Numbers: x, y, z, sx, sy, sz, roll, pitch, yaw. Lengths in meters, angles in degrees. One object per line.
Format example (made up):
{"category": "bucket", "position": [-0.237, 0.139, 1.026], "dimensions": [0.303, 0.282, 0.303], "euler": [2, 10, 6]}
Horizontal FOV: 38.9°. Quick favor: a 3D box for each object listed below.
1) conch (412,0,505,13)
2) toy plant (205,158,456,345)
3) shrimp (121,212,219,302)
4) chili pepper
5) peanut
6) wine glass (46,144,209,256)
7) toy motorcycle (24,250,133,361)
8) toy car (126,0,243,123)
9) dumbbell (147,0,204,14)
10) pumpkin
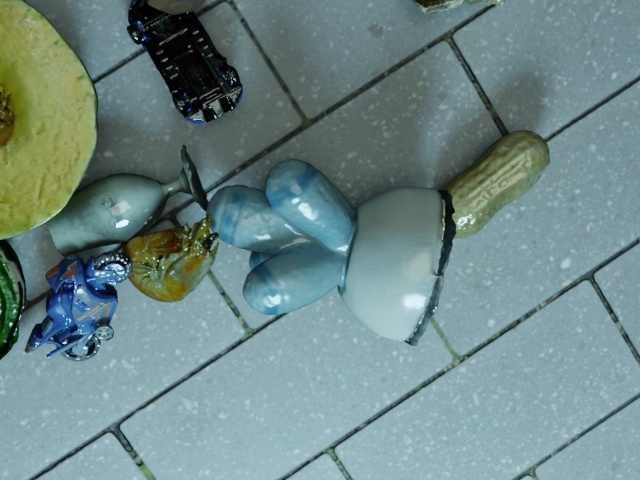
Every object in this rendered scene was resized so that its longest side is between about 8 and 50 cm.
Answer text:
{"category": "conch", "position": [0.182, -0.403, 1.301], "dimensions": [0.155, 0.130, 0.207], "euler": [-43, 86, -14]}
{"category": "toy plant", "position": [0.000, 0.000, 1.285], "dimensions": [0.332, 0.247, 0.247], "euler": [14, 95, -5]}
{"category": "shrimp", "position": [-0.213, 0.024, 1.280], "dimensions": [0.115, 0.217, 0.051], "euler": [32, 48, -17]}
{"category": "chili pepper", "position": [-0.496, 0.035, 1.295], "dimensions": [0.122, 0.065, 0.278], "euler": [-31, 104, -7]}
{"category": "peanut", "position": [0.251, -0.081, 1.365], "dimensions": [0.214, 0.098, 0.090], "euler": [-39, 93, 2]}
{"category": "wine glass", "position": [-0.276, -0.051, 1.293], "dimensions": [0.222, 0.103, 0.103], "euler": [-21, 99, 1]}
{"category": "toy motorcycle", "position": [-0.347, 0.091, 1.297], "dimensions": [0.114, 0.076, 0.205], "euler": [15, 119, -25]}
{"category": "toy car", "position": [-0.196, -0.265, 1.300], "dimensions": [0.103, 0.063, 0.216], "euler": [-31, 84, -7]}
{"category": "dumbbell", "position": [-0.213, -0.428, 1.246], "dimensions": [0.092, 0.082, 0.230], "euler": [-12, 85, -4]}
{"category": "pumpkin", "position": [-0.448, -0.166, 1.224], "dimensions": [0.333, 0.199, 0.332], "euler": [0, 94, -1]}
